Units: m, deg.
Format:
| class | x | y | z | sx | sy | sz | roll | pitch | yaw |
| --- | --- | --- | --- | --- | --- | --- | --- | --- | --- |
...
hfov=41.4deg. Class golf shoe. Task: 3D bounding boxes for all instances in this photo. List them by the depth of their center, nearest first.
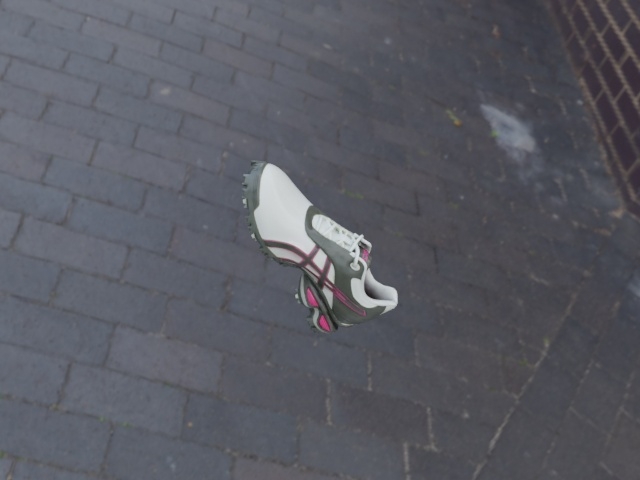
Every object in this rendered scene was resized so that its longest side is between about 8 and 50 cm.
| class | x | y | z | sx | sy | sz | roll | pitch | yaw |
| --- | --- | --- | --- | --- | --- | --- | --- | --- | --- |
| golf shoe | 0.000 | 0.000 | 1.069 | 0.272 | 0.120 | 0.105 | 57 | 34 | -34 |
